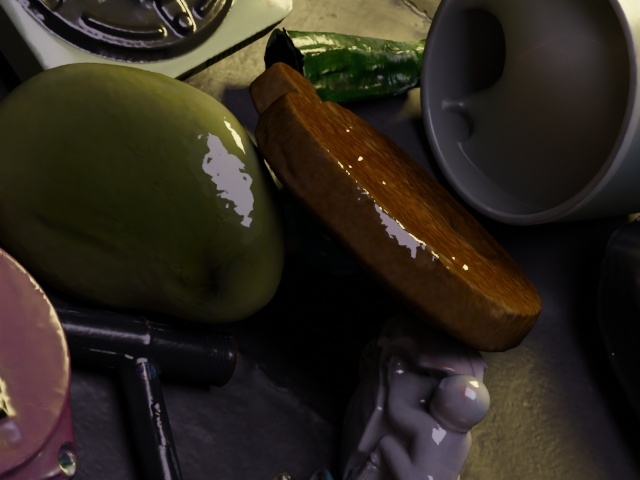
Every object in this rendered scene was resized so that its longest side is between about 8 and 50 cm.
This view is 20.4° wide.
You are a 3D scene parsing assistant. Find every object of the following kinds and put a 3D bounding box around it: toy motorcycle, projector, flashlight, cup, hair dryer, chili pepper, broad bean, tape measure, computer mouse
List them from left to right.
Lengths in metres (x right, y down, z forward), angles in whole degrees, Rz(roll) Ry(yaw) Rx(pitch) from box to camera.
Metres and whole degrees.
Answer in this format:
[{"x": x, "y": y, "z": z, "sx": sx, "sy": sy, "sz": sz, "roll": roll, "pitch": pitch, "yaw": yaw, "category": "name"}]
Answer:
[{"x": -0.279, "y": 0.107, "z": 1.195, "sx": 0.231, "sy": 0.149, "sz": 0.245, "roll": -13, "pitch": 69, "yaw": -39, "category": "tape measure"}, {"x": -0.180, "y": -0.249, "z": 1.505, "sx": 0.257, "sy": 0.079, "sz": 0.259, "roll": -34, "pitch": 90, "yaw": -36, "category": "projector"}, {"x": -0.145, "y": 0.145, "z": 1.345, "sx": 0.173, "sy": 0.050, "sz": 0.195, "roll": 12, "pitch": 58, "yaw": -26, "category": "hair dryer"}, {"x": -0.140, "y": -0.035, "z": 1.381, "sx": 0.263, "sy": 0.189, "sz": 0.121, "roll": 26, "pitch": 5, "yaw": -9, "category": "broad bean"}, {"x": 0.000, "y": 0.000, "z": 1.543, "sx": 0.129, "sy": 0.051, "sz": 0.051, "roll": 13, "pitch": 53, "yaw": -31, "category": "flashlight"}, {"x": 0.042, "y": -0.169, "z": 1.681, "sx": 0.227, "sy": 0.059, "sz": 0.088, "roll": -16, "pitch": 107, "yaw": -44, "category": "chili pepper"}, {"x": 0.074, "y": 0.156, "z": 1.404, "sx": 0.110, "sy": 0.171, "sz": 0.260, "roll": 21, "pitch": 48, "yaw": -21, "category": "toy motorcycle"}, {"x": 0.257, "y": -0.188, "z": 1.723, "sx": 0.274, "sy": 0.259, "sz": 0.357, "roll": -3, "pitch": 54, "yaw": -42, "category": "cup"}, {"x": 0.338, "y": 0.118, "z": 1.685, "sx": 0.168, "sy": 0.087, "sz": 0.295, "roll": -2, "pitch": 74, "yaw": -44, "category": "computer mouse"}]

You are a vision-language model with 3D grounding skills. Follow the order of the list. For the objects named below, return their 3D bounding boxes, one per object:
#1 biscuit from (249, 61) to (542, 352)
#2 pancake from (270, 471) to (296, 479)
[{"x": 0.051, "y": -0.026, "z": 1.478, "sx": 0.314, "sy": 0.063, "sz": 0.367, "roll": 44, "pitch": 11, "yaw": 11, "category": "biscuit"}, {"x": -0.070, "y": 0.251, "z": 1.318, "sx": 0.190, "sy": 0.020, "sz": 0.184, "roll": 19, "pitch": 61, "yaw": -34, "category": "pancake"}]
